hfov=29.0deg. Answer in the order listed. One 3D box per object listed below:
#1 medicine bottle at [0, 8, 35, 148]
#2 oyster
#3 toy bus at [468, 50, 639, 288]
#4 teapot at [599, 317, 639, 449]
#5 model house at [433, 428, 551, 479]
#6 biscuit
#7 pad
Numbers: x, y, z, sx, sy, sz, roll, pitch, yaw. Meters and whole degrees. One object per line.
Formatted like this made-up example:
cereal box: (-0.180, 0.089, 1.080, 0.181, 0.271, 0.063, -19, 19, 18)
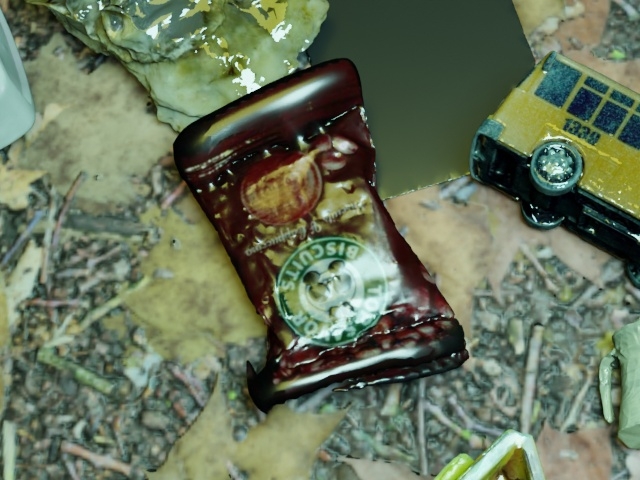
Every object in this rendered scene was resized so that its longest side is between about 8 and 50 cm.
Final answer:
medicine bottle: (-0.376, -0.100, 0.928, 0.296, 0.111, 0.161, -22, 69, 1)
oyster: (-0.120, -0.179, 0.928, 0.232, 0.107, 0.162, 23, 68, 14)
toy bus: (0.200, -0.047, 0.833, 0.182, 0.091, 0.103, 31, 75, 14)
teapot: (0.214, 0.090, 0.807, 0.067, 0.057, 0.083, -18, 59, 32)
model house: (0.006, 0.239, 0.659, 0.340, 0.300, 0.324, 16, 63, 7)
biscuit: (-0.006, 0.001, 0.861, 0.151, 0.063, 0.235, -21, 71, 1)
pad: (0.071, -0.154, 0.939, 0.163, 0.004, 0.243, -16, 68, 2)
